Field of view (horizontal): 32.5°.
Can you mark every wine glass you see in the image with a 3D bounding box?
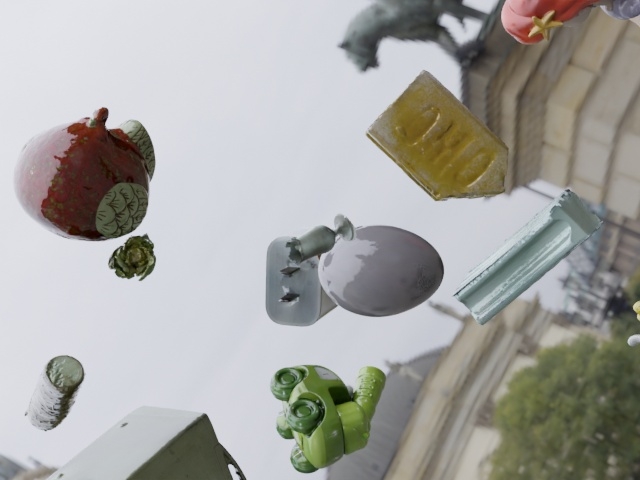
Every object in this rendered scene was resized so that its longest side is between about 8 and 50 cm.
[{"bbox_3d":[0.000,0.000,1.311,0.083,0.042,0.039,-26,-40,-32],"label":"wine glass"}]

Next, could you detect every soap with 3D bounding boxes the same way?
[{"bbox_3d":[0.366,0.030,1.926,0.261,0.094,0.150,-43,-2,28],"label":"soap"},{"bbox_3d":[0.226,-0.166,1.987,0.160,0.257,0.080,-48,1,0],"label":"soap"}]

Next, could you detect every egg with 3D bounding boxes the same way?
[{"bbox_3d":[0.095,0.048,1.733,0.146,0.198,0.147,1,-90,-90],"label":"egg"}]

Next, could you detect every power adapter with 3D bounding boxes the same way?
[{"bbox_3d":[-0.041,0.077,2.296,0.255,0.124,0.187,-25,-63,-72],"label":"power adapter"}]

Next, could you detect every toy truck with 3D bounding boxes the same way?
[{"bbox_3d":[0.019,0.307,1.936,0.187,0.210,0.148,-95,1,-55],"label":"toy truck"}]

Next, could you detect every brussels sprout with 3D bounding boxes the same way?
[{"bbox_3d":[-0.328,0.033,1.911,0.085,0.085,0.058,-56,3,-24],"label":"brussels sprout"}]

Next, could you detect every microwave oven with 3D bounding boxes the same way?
[{"bbox_3d":[-0.322,0.567,2.148,0.333,0.247,0.394,-36,-66,-47],"label":"microwave oven"}]

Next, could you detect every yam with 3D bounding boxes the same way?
[{"bbox_3d":[-0.469,0.271,1.947,0.083,0.083,0.371,-54,4,-28],"label":"yam"}]

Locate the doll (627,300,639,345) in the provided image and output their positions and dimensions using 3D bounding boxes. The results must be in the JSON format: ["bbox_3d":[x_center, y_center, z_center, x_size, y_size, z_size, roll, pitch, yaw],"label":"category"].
[{"bbox_3d":[0.682,0.173,2.237,0.135,0.071,0.113,-46,32,22],"label":"doll"}]

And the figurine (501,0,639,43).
[{"bbox_3d":[0.418,-0.410,1.714,0.257,0.181,0.208,-6,-18,-21],"label":"figurine"}]

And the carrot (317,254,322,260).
[{"bbox_3d":[0.010,0.037,2.175,0.032,0.032,0.093,-56,-37,-24],"label":"carrot"}]

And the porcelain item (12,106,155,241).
[{"bbox_3d":[-0.389,-0.124,1.853,0.253,0.253,0.253,-52,-23,-33],"label":"porcelain item"}]
